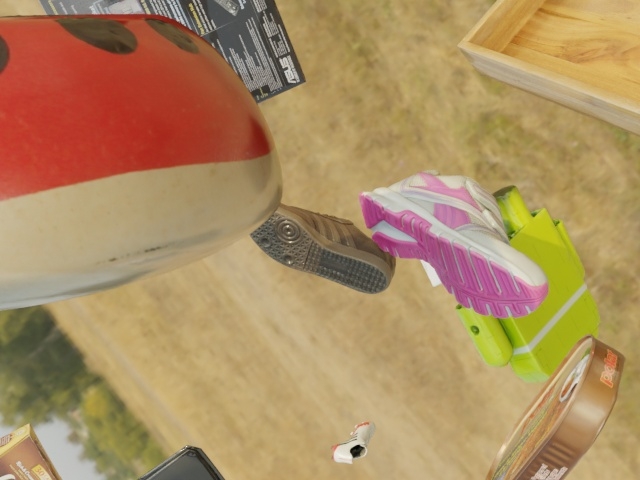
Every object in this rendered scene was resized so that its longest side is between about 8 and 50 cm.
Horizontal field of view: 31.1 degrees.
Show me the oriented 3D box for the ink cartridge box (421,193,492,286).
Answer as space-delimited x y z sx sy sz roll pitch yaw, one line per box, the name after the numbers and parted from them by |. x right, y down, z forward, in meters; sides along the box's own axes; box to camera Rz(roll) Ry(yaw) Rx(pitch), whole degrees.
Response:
0.211 -0.002 1.681 0.089 0.092 0.143 64 156 5 | ink cartridge box

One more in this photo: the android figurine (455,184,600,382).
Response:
0.274 0.071 1.494 0.056 0.248 0.272 -17 107 47 | android figurine

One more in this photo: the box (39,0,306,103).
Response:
-0.178 -0.266 1.325 0.076 0.243 0.307 -115 0 -48 | box

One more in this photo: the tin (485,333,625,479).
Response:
0.182 0.153 0.910 0.040 0.106 0.189 26 131 0 | tin

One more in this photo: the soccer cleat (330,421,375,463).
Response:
0.047 0.244 1.381 0.036 0.083 0.029 10 114 36 | soccer cleat

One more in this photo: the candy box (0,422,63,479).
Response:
-0.478 0.357 1.656 0.109 0.187 0.053 64 172 -16 | candy box

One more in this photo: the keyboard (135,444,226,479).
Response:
-0.148 0.434 1.449 0.317 0.202 0.033 56 173 -6 | keyboard

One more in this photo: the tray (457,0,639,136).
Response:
0.379 -0.264 1.511 0.076 0.203 0.411 44 176 -35 | tray

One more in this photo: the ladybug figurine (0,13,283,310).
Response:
-0.190 -0.068 0.762 0.449 0.305 0.161 -34 -54 -69 | ladybug figurine

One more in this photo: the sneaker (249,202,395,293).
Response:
0.000 0.000 1.348 0.188 0.071 0.066 28 124 -3 | sneaker

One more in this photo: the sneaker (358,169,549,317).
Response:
0.158 -0.012 1.246 0.252 0.111 0.103 37 154 38 | sneaker
